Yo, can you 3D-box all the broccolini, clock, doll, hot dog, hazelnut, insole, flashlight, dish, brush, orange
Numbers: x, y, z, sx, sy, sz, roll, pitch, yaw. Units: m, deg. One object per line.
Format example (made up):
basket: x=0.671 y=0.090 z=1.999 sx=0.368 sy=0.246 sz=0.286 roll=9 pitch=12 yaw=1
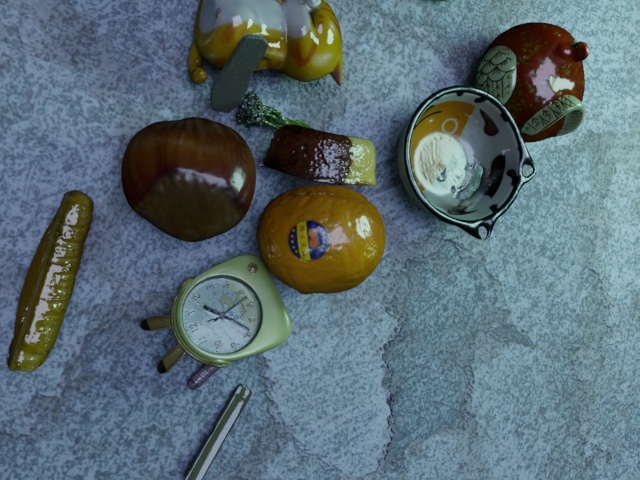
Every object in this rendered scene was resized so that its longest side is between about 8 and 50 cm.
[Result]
broccolini: x=-0.047 y=-0.208 z=1.040 sx=0.216 sy=0.058 sz=0.067 roll=18 pitch=79 yaw=-22
clock: x=-0.178 y=0.133 z=0.957 sx=0.232 sy=0.069 sz=0.169 roll=-21 pitch=81 yaw=-21
doll: x=-0.086 y=-0.358 z=0.975 sx=0.270 sy=0.162 sz=0.166 roll=0 pitch=69 yaw=-17
hot dog: x=-0.414 y=0.062 z=0.878 sx=0.068 sy=0.083 sz=0.288 roll=23 pitch=80 yaw=-39
hazelnut: x=-0.208 y=-0.097 z=0.918 sx=0.210 sy=0.210 sz=0.186 roll=-11 pitch=117 yaw=-22
insole: x=-0.139 y=-0.272 z=0.938 sx=0.063 sy=0.192 sz=0.010 roll=1 pitch=65 yaw=-29
flashlight: x=-0.187 y=0.218 z=0.990 sx=0.110 sy=0.031 sz=0.052 roll=-43 pitch=80 yaw=-13
dish: x=0.265 y=-0.158 z=1.131 sx=0.303 sy=0.120 sz=0.302 roll=0 pitch=90 yaw=-21
brush: x=-0.182 y=0.342 z=0.994 sx=0.034 sy=0.028 sz=0.190 roll=38 pitch=68 yaw=-21
orange: x=0.002 y=-0.002 z=0.971 sx=0.220 sy=0.219 sz=0.192 roll=-13 pitch=101 yaw=-22

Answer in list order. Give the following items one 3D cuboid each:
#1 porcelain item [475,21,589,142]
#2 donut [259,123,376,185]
porcelain item: x=0.451 y=-0.329 z=1.154 sx=0.253 sy=0.253 sz=0.252 roll=0 pitch=89 yaw=-22
donut: x=0.023 y=-0.150 z=1.011 sx=0.217 sy=0.141 sz=0.085 roll=2 pitch=105 yaw=-35
